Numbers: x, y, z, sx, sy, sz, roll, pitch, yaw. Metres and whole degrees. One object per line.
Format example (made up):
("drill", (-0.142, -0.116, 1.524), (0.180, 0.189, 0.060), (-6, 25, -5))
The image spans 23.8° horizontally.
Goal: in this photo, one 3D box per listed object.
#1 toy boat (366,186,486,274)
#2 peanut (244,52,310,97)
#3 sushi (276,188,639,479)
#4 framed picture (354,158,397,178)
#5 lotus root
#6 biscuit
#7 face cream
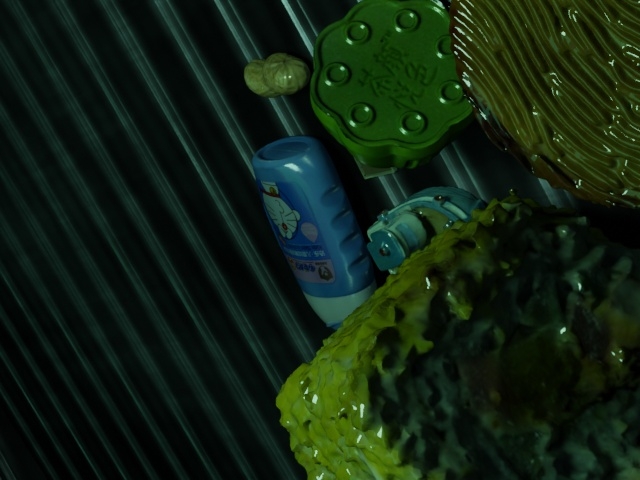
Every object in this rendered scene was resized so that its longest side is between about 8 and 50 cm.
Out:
("toy boat", (0.112, 0.002, 1.732), (0.088, 0.102, 0.215), (58, 150, -9))
("peanut", (-0.054, -0.198, 1.825), (0.113, 0.054, 0.054), (2, 121, 55))
("sushi", (0.191, 0.159, 1.482), (0.351, 0.396, 0.240), (47, 150, -1))
("framed picture", (0.052, -0.116, 1.795), (0.066, 0.007, 0.089), (-11, 110, 58))
("lotus root", (0.080, -0.142, 1.601), (0.186, 0.186, 0.186), (36, 145, 31))
("biscuit", (0.256, -0.168, 1.332), (0.318, 0.040, 0.317), (17, 128, 24))
("face cream", (0.000, 0.000, 1.908), (0.149, 0.083, 0.264), (11, 129, 54))
